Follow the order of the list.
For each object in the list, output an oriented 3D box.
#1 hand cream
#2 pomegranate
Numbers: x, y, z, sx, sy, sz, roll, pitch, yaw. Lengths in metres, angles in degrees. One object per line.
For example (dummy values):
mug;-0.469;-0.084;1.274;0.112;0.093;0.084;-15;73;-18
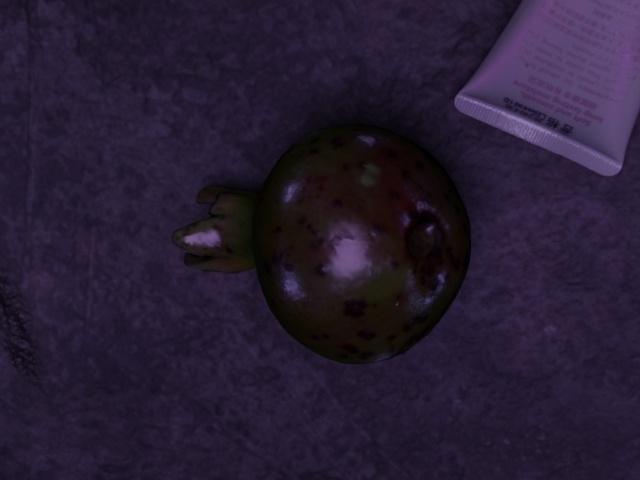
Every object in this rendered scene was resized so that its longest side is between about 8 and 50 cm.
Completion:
hand cream;0.286;-0.244;1.702;0.185;0.118;0.359;23;118;-4
pomegranate;0.006;0.017;1.773;0.306;0.242;0.242;-23;105;36
